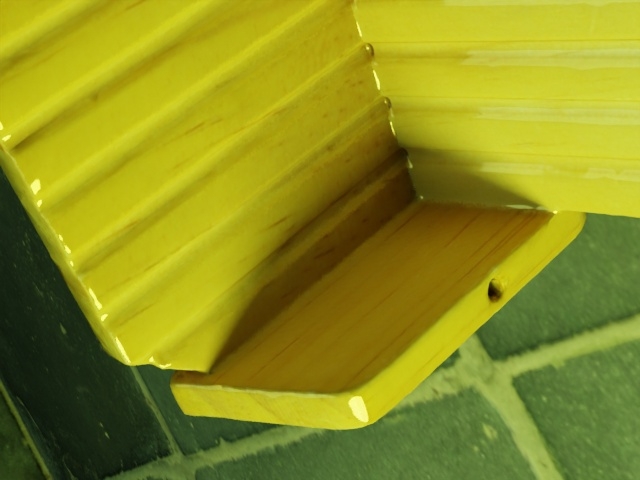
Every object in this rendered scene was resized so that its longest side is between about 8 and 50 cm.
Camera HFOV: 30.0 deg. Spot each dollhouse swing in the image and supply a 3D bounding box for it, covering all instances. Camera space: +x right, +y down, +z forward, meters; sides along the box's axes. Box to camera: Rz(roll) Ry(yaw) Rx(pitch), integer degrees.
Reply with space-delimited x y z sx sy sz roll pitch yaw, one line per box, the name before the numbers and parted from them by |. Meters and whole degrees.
dollhouse swing | 0.057 -0.073 0.551 0.305 0.315 0.347 22 143 46
